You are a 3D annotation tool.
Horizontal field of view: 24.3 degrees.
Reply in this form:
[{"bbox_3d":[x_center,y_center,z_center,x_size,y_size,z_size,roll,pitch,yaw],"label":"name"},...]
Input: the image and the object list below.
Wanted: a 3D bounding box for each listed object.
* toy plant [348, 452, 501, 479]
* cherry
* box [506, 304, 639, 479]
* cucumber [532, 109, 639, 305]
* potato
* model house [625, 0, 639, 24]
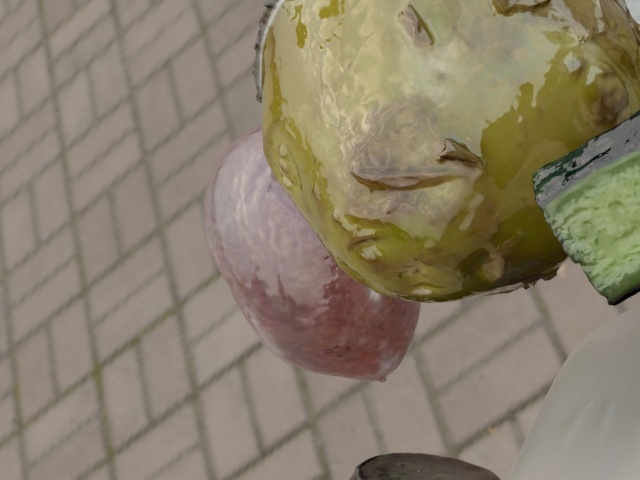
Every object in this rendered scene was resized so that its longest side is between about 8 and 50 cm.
[{"bbox_3d":[0.088,0.301,1.217,0.218,0.175,0.235,9,108,17],"label":"toy plant"},{"bbox_3d":[0.000,0.000,1.488,0.221,0.261,0.307,-17,89,3],"label":"cherry"},{"bbox_3d":[0.243,0.138,0.899,0.289,0.141,0.349,-57,12,-32],"label":"box"},{"bbox_3d":[0.205,-0.053,0.692,0.211,0.078,0.062,-32,15,23],"label":"cucumber"},{"bbox_3d":[0.101,-0.053,0.913,0.246,0.299,0.196,-32,64,24],"label":"potato"},{"bbox_3d":[0.420,-0.122,1.543,0.271,0.301,0.190,-2,28,16],"label":"model house"}]
